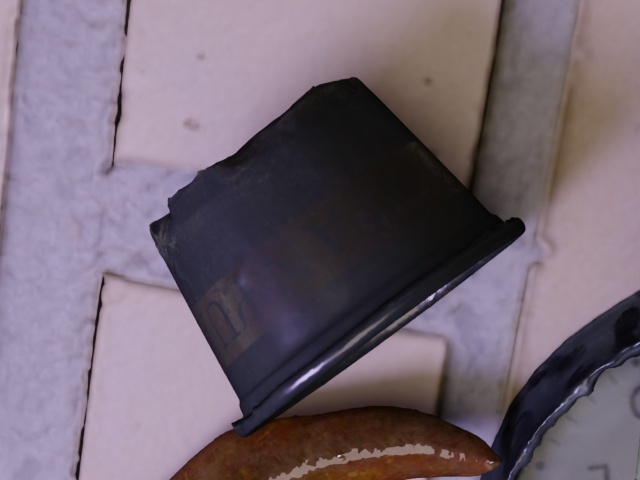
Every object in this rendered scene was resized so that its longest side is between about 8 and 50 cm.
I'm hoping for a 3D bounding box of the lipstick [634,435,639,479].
[{"bbox_3d":[0.184,-0.034,0.760,0.076,0.076,0.304,7,93,6],"label":"lipstick"}]

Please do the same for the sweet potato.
[{"bbox_3d":[-0.038,0.134,0.891,0.255,0.058,0.078,-31,94,19],"label":"sweet potato"}]

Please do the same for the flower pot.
[{"bbox_3d":[0.000,0.000,0.811,0.157,0.157,0.107,-36,84,16],"label":"flower pot"}]

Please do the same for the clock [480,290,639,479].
[{"bbox_3d":[0.223,0.163,0.862,0.312,0.061,0.313,2,105,8],"label":"clock"}]
